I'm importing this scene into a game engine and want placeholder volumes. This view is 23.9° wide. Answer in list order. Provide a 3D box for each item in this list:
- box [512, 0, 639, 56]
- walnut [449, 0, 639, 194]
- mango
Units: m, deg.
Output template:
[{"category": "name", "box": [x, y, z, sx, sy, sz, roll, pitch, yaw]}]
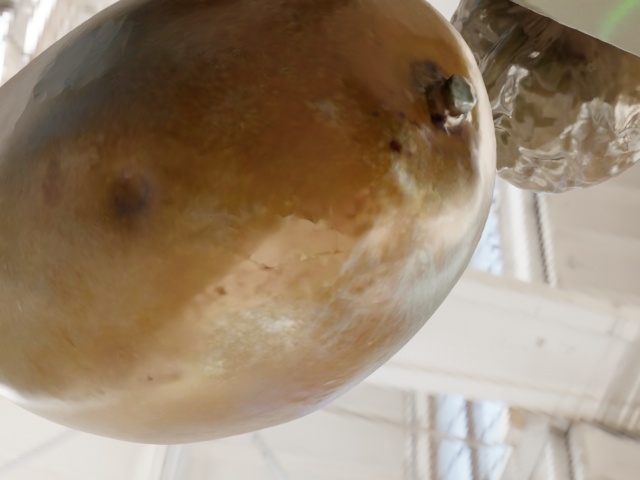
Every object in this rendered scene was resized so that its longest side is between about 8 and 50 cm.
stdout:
[{"category": "box", "box": [0.195, -0.126, 0.406, 0.198, 0.310, 0.084, 23, -112, -7]}, {"category": "walnut", "box": [0.241, -0.174, 1.530, 0.248, 0.248, 0.248, 12, -147, -8]}, {"category": "mango", "box": [-0.078, -0.009, 0.708, 0.199, 0.384, 0.221, 47, -131, -30]}]
